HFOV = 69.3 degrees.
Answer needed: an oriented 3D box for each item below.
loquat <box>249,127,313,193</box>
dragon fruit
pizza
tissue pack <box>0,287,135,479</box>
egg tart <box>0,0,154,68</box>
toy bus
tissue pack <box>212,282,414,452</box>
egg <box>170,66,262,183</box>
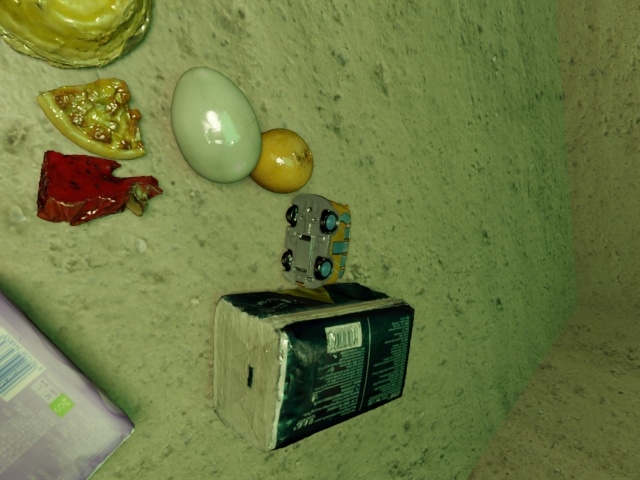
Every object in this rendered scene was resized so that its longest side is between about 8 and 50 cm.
[{"bbox_3d":[-0.084,-0.163,0.948,0.141,0.141,0.141,-11,107,-40],"label":"loquat"},{"bbox_3d":[-0.365,-0.079,0.772,0.192,0.122,0.092,-13,148,-44],"label":"dragon fruit"},{"bbox_3d":[-0.356,-0.208,0.748,0.175,0.046,0.134,20,86,-43],"label":"pizza"},{"bbox_3d":[-0.473,0.249,0.669,0.242,0.160,0.338,-43,126,-29],"label":"tissue pack"},{"bbox_3d":[-0.362,-0.391,0.668,0.279,0.095,0.279,-13,110,-40],"label":"egg tart"},{"bbox_3d":[0.000,0.000,1.073,0.136,0.126,0.210,-1,100,-51],"label":"toy bus"},{"bbox_3d":[-0.005,0.249,1.031,0.416,0.253,0.264,-2,100,-42],"label":"tissue pack"},{"bbox_3d":[-0.188,-0.204,0.831,0.151,0.151,0.209,-35,119,-32],"label":"egg"}]
